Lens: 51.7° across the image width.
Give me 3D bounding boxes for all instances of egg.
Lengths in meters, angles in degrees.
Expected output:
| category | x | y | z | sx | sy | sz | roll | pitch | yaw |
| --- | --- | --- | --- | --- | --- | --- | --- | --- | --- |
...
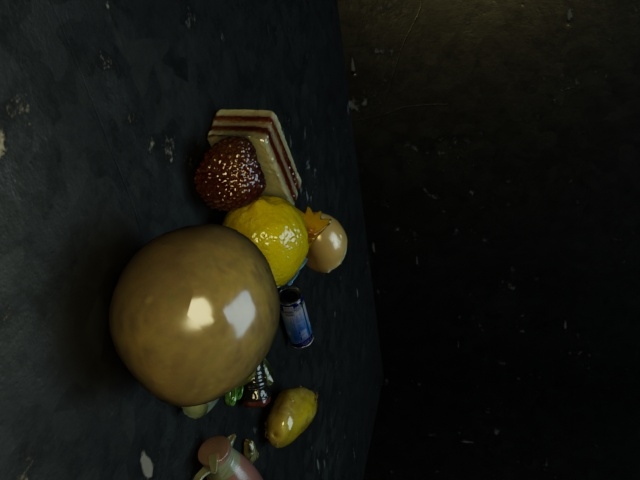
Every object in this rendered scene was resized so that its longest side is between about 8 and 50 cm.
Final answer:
| category | x | y | z | sx | sy | sz | roll | pitch | yaw |
| --- | --- | --- | --- | --- | --- | --- | --- | --- | --- |
| egg | 0.000 | 0.000 | 2.541 | 0.201 | 0.201 | 0.244 | -73 | 144 | -47 |

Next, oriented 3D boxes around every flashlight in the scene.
| category | x | y | z | sx | sy | sz | roll | pitch | yaw |
| --- | --- | --- | --- | --- | --- | --- | --- | --- | --- |
| flashlight | -0.207 | 0.389 | 2.014 | 0.093 | 0.093 | 0.232 | -21 | 105 | -74 |

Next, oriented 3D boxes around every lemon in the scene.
| category | x | y | z | sx | sy | sz | roll | pitch | yaw |
| --- | --- | --- | --- | --- | --- | --- | --- | --- | --- |
| lemon | -0.159 | 0.011 | 1.851 | 0.253 | 0.253 | 0.310 | -74 | 172 | -45 |

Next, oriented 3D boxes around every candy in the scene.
| category | x | y | z | sx | sy | sz | roll | pitch | yaw |
| --- | --- | --- | --- | --- | --- | --- | --- | --- | --- |
| candy | -0.183 | -0.230 | 1.899 | 0.321 | 0.179 | 0.135 | 70 | 26 | -51 |

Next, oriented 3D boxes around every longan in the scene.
| category | x | y | z | sx | sy | sz | roll | pitch | yaw |
| --- | --- | --- | --- | --- | --- | --- | --- | --- | --- |
| longan | -0.253 | 0.150 | 1.346 | 0.404 | 0.336 | 0.404 | -170 | -90 | -85 |

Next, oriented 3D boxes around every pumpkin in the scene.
| category | x | y | z | sx | sy | sz | roll | pitch | yaw |
| --- | --- | --- | --- | --- | --- | --- | --- | --- | --- |
| pumpkin | -0.096 | -0.011 | 2.392 | 0.254 | 0.130 | 0.149 | -44 | 172 | -30 |

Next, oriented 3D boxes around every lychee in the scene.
| category | x | y | z | sx | sy | sz | roll | pitch | yaw |
| --- | --- | --- | --- | --- | --- | --- | --- | --- | --- |
| lychee | -0.238 | -0.168 | 1.714 | 0.188 | 0.188 | 0.188 | 0 | 90 | -75 |

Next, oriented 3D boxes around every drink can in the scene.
| category | x | y | z | sx | sy | sz | roll | pitch | yaw |
| --- | --- | --- | --- | --- | --- | --- | --- | --- | --- |
| drink can | -0.091 | 0.281 | 2.401 | 0.097 | 0.097 | 0.235 | -73 | 156 | -47 |

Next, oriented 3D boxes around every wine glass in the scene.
| category | x | y | z | sx | sy | sz | roll | pitch | yaw |
| --- | --- | --- | --- | --- | --- | --- | --- | --- | --- |
| wine glass | -0.310 | 0.275 | 1.721 | 0.264 | 0.096 | 0.309 | 63 | 22 | -9 |

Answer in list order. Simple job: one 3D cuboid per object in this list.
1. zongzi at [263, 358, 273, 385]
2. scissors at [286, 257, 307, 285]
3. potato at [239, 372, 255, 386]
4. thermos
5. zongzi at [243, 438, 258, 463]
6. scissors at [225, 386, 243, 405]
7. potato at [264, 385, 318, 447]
| category | x | y | z | sx | sy | sz | roll | pitch | yaw |
| --- | --- | --- | --- | --- | --- | --- | --- | --- | --- |
| zongzi | -0.201 | 0.382 | 2.126 | 0.130 | 0.062 | 0.154 | -109 | 177 | -72 |
| scissors | -0.124 | 0.131 | 2.346 | 0.125 | 0.030 | 0.256 | -59 | 167 | 23 |
| potato | -0.243 | 0.221 | 1.633 | 0.298 | 0.141 | 0.176 | 68 | 9 | 19 |
| thermos | -0.250 | 0.648 | 1.774 | 0.176 | 0.146 | 0.265 | -47 | 132 | -31 |
| zongzi | -0.229 | 0.663 | 2.031 | 0.083 | 0.040 | 0.076 | -48 | 132 | -43 |
| scissors | -0.254 | 0.376 | 1.929 | 0.101 | 0.027 | 0.204 | -34 | 125 | -73 |
| potato | -0.100 | 0.601 | 2.290 | 0.300 | 0.140 | 0.173 | -25 | 121 | -67 |
